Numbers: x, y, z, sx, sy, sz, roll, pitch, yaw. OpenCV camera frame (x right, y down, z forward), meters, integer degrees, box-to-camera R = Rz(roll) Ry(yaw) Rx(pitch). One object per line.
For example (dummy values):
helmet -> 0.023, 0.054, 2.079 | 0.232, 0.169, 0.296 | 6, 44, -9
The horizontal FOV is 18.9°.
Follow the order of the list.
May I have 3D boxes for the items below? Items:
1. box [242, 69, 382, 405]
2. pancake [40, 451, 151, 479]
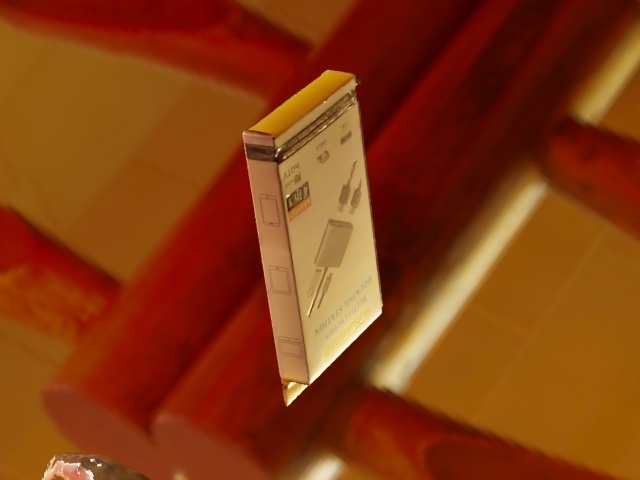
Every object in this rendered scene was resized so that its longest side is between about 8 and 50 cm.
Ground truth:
box -> 0.000, 0.000, 1.534 | 0.033, 0.129, 0.247 | 9, 122, 30
pancake -> -0.121, 0.238, 1.237 | 0.242, 0.050, 0.242 | 41, 147, 35
